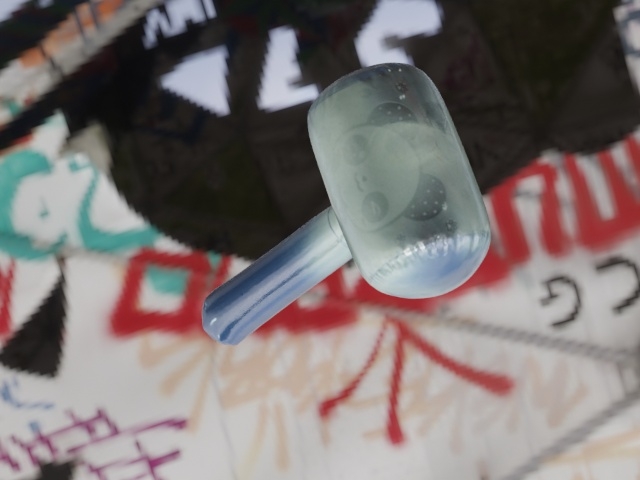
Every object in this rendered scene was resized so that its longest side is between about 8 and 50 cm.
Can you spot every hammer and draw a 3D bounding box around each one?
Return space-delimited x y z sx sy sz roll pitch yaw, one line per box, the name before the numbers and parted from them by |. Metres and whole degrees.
hammer | 0.000 0.000 0.868 0.069 0.116 0.194 0 153 -43
